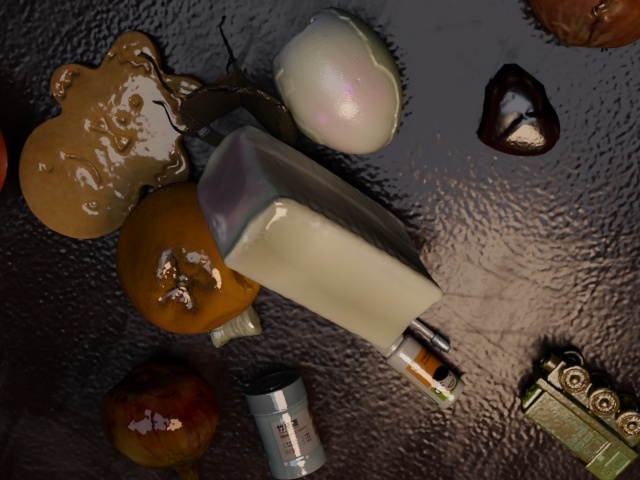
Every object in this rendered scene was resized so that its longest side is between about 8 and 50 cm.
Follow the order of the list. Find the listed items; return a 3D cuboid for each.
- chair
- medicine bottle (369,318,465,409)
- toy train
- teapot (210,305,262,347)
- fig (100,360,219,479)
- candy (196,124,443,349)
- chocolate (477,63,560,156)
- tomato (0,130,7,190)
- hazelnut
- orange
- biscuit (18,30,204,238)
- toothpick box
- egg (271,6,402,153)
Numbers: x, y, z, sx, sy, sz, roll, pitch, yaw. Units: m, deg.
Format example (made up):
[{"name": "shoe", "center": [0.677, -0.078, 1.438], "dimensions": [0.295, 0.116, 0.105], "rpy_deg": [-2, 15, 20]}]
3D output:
[{"name": "chair", "center": [-0.142, -0.207, 1.492], "dimensions": [0.149, 0.174, 0.213], "rpy_deg": [-34, 66, -16]}, {"name": "medicine bottle", "center": [0.146, 0.173, 1.649], "dimensions": [0.221, 0.061, 0.092], "rpy_deg": [40, 79, -3]}, {"name": "toy train", "center": [0.424, 0.278, 1.623], "dimensions": [0.225, 0.090, 0.137], "rpy_deg": [38, 107, -3]}, {"name": "teapot", "center": [-0.145, 0.139, 1.674], "dimensions": [0.083, 0.057, 0.067], "rpy_deg": [-25, 63, 14]}, {"name": "fig", "center": [-0.265, 0.325, 1.691], "dimensions": [0.191, 0.190, 0.290], "rpy_deg": [9, 138, 4]}, {"name": "candy", "center": [-0.002, 0.000, 1.484], "dimensions": [0.359, 0.208, 0.145], "rpy_deg": [29, 112, -33]}, {"name": "chocolate", "center": [0.296, -0.191, 1.540], "dimensions": [0.125, 0.080, 0.148], "rpy_deg": [-25, 100, 10]}, {"name": "tomato", "center": [-0.618, -0.132, 1.569], "dimensions": [0.256, 0.256, 0.224], "rpy_deg": [17, 87, 2]}, {"name": "hazelnut", "center": [0.406, -0.375, 1.440], "dimensions": [0.212, 0.181, 0.181], "rpy_deg": [21, 84, -9]}, {"name": "orange", "center": [-0.213, 0.032, 1.583], "dimensions": [0.249, 0.183, 0.249], "rpy_deg": [2, 107, 7]}, {"name": "biscuit", "center": [-0.344, -0.159, 1.630], "dimensions": [0.275, 0.052, 0.355], "rpy_deg": [44, 102, -4]}, {"name": "toothpick box", "center": [-0.057, 0.305, 1.673], "dimensions": [0.101, 0.101, 0.153], "rpy_deg": [-16, 101, 9]}, {"name": "egg", "center": [0.034, -0.229, 1.507], "dimensions": [0.183, 0.183, 0.217], "rpy_deg": [-41, 97, 13]}]
